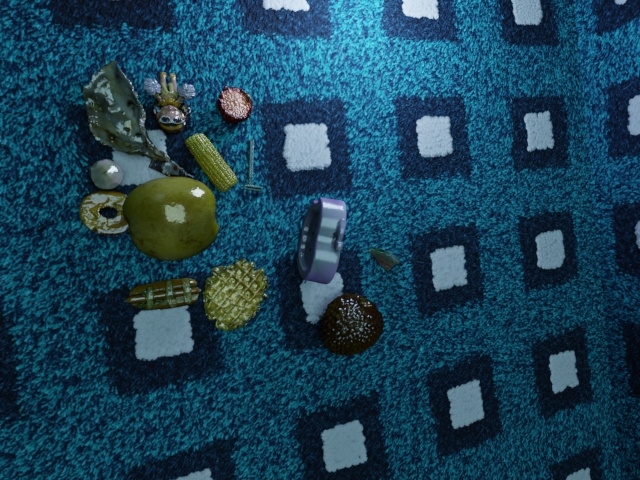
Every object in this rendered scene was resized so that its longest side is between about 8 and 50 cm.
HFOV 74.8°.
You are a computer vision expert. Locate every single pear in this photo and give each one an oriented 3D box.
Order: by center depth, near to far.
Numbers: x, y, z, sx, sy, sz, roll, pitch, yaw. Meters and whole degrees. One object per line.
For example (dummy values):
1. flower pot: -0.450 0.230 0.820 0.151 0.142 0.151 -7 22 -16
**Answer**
1. pear: -0.513 -0.077 1.464 0.315 0.314 0.313 0 90 -20

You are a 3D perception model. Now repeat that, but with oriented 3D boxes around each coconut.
1. coconut: -0.750 -0.229 1.463 0.110 0.124 0.110 0 90 -23

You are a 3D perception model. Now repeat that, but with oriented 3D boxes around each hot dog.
1. hot dog: -0.582 0.202 1.556 0.270 0.072 0.109 -6 90 -21

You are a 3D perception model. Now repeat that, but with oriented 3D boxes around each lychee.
1. lychee: 0.122 0.354 1.733 0.268 0.267 0.267 0 90 -20

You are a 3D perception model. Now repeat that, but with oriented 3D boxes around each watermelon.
1. watermelon: 0.292 0.078 1.881 0.155 0.101 0.080 42 88 -6

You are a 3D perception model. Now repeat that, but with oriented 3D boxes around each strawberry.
1. strawberry: -0.337 -0.527 1.637 0.145 0.086 0.145 -1 92 -22

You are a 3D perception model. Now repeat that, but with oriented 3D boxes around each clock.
1. clock: 0.000 0.000 1.641 0.102 0.338 0.338 11 86 -15

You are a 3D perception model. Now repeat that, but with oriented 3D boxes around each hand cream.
1. hand cream: -0.560 -0.270 1.582 0.163 0.039 0.062 22 99 -17

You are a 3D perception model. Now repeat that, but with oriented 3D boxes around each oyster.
1. oyster: -0.717 -0.428 1.500 0.205 0.111 0.395 -25 97 -2

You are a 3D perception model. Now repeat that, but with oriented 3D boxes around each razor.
1. razor: -0.279 -0.307 1.692 0.084 0.036 0.211 3 83 -44

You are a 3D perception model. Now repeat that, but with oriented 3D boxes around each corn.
1. corn: -0.418 -0.298 1.605 0.093 0.093 0.244 -40 102 -16

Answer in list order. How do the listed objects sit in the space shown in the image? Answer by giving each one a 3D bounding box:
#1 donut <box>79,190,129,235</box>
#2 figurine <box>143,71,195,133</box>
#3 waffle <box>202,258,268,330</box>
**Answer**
1. donut: -0.757 -0.097 1.495 0.179 0.065 0.162 14 80 -19
2. figurine: -0.555 -0.512 1.542 0.175 0.116 0.239 -3 85 -23
3. waffle: -0.329 0.215 1.655 0.263 0.060 0.280 -7 92 -20
